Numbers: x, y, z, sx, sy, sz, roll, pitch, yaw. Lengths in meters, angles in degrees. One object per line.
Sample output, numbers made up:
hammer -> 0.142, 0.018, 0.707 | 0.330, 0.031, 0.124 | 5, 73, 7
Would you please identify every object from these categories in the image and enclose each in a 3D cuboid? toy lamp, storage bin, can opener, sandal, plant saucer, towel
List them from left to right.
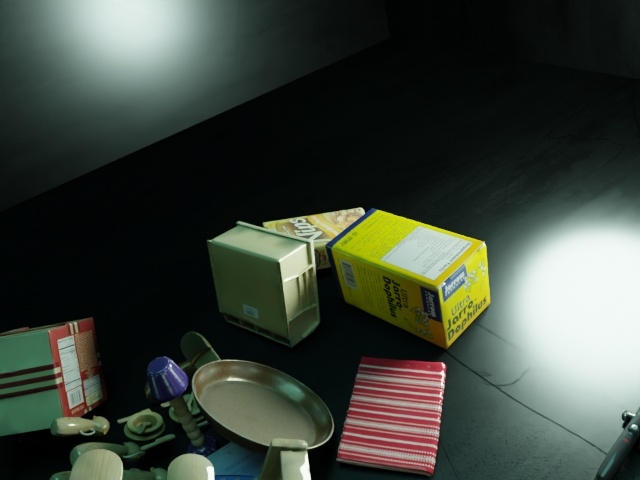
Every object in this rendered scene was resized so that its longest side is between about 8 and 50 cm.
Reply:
toy lamp -> -0.285, 0.351, 1.187 | 0.080, 0.274, 0.080 | -10, 35, 7
sandal -> -0.249, 0.325, 1.384 | 0.088, 0.079, 0.240 | -37, 67, 3
plant saucer -> -0.125, 0.351, 1.199 | 0.311, 0.050, 0.310 | 22, 11, -5
storage bin -> -0.146, 0.113, 1.495 | 0.263, 0.260, 0.123 | 14, 31, 36
towel -> 0.157, 0.361, 1.221 | 0.199, 0.031, 0.274 | 1, 39, 19
can opener -> 0.549, 0.369, 1.031 | 0.186, 0.059, 0.073 | -33, 38, -25

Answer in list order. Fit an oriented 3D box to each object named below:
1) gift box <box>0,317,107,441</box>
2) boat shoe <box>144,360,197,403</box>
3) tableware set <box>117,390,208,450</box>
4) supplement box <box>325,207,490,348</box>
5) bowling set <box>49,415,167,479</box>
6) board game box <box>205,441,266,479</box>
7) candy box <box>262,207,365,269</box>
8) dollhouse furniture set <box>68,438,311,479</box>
gift box -> -0.688, 0.340, 1.352 | 0.258, 0.276, 0.255 | -9, -5, 4
boat shoe -> -0.356, 0.333, 1.430 | 0.178, 0.064, 0.060 | -29, 38, -16
tableware set -> -0.345, 0.392, 1.295 | 0.194, 0.039, 0.128 | -11, 24, -42
supplement box -> 0.217, 0.084, 1.450 | 0.194, 0.195, 0.357 | -38, 39, -29
bowling set -> -0.463, 0.504, 1.192 | 0.287, 0.154, 0.199 | 27, 95, 41
board game box -> -0.184, 0.485, 1.177 | 0.281, 0.027, 0.145 | -27, 34, -18
candy box -> 0.000, 0.000, 1.702 | 0.317, 0.087, 0.183 | -9, 32, -12
dollhouse furniture set -> -0.216, 0.473, 0.936 | 0.395, 0.361, 0.256 | 9, 32, -15
